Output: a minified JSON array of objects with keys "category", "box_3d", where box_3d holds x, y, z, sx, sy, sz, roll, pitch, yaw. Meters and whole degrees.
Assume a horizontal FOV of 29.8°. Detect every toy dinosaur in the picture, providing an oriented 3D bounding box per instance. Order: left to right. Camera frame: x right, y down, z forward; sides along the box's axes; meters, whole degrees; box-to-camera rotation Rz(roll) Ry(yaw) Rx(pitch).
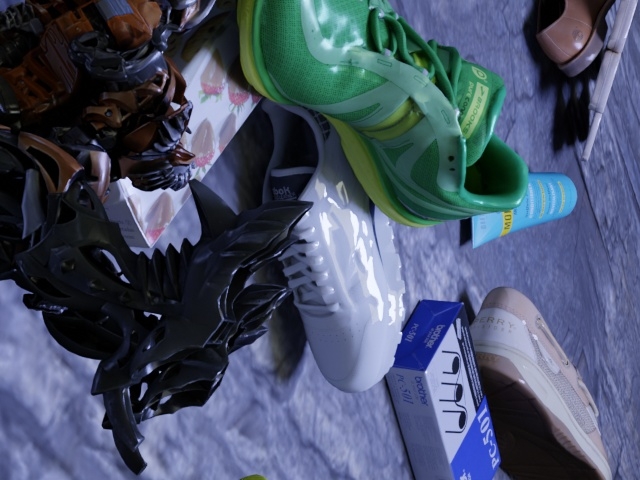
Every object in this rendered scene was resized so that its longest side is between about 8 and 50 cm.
[{"category":"toy dinosaur","box_3d":[-0.128,-0.013,0.558,0.322,0.218,0.164,-55,174,4]}]

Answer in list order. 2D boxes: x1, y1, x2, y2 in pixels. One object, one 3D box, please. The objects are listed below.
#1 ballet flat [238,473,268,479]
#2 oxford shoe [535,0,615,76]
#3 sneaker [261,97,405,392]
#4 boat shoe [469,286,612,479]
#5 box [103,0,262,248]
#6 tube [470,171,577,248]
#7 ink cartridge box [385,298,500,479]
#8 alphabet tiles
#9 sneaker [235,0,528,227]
[{"category":"ballet flat","box_3d":[-0.091,0.245,0.746,0.077,0.077,0.231,35,63,-32]},{"category":"oxford shoe","box_3d":[0.290,-0.280,1.371,0.076,0.076,0.212,37,45,-15]},{"category":"sneaker","box_3d":[0.000,0.000,0.877,0.095,0.090,0.235,-13,100,-50]},{"category":"boat shoe","box_3d":[0.244,0.175,1.284,0.341,0.122,0.110,55,48,-47]},{"category":"box","box_3d":[-0.063,-0.124,0.751,0.324,0.067,0.063,-58,141,-39]},{"category":"tube","box_3d":[0.205,-0.041,1.272,0.207,0.052,0.080,-10,92,-54]},{"category":"ink cartridge box","box_3d":[0.118,0.166,1.134,0.097,0.046,0.207,-54,138,-42]},{"category":"alphabet tiles","box_3d":[0.353,-0.240,1.438,0.284,0.021,0.278,-44,150,-68]},{"category":"sneaker","box_3d":[0.050,-0.104,0.758,0.295,0.123,0.109,40,58,-50]}]
